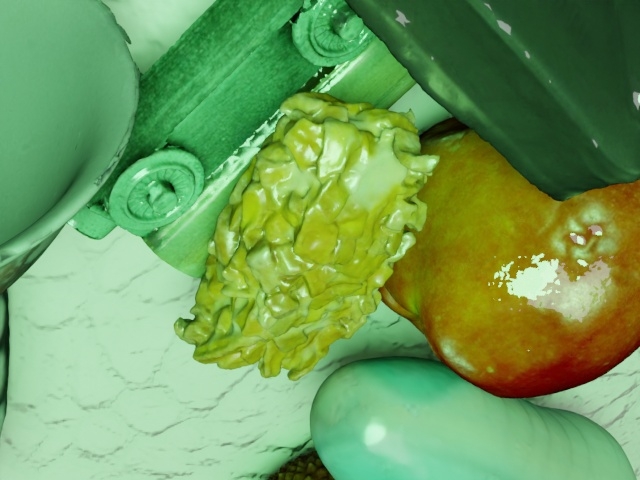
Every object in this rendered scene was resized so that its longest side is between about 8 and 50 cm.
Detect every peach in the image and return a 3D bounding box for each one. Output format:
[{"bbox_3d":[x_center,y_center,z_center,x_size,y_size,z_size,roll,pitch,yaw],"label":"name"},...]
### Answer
[{"bbox_3d":[0.162,-0.001,0.578,0.243,0.199,0.244,-2,78,10],"label":"peach"}]

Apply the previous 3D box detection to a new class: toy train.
[{"bbox_3d":[-0.051,-0.107,0.528,0.307,0.126,0.189,-43,155,8],"label":"toy train"}]

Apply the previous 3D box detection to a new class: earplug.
[{"bbox_3d":[0.115,0.194,0.634,0.324,0.185,0.185,31,104,-35],"label":"earplug"}]

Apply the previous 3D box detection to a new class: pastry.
[{"bbox_3d":[0.000,0.000,0.501,0.154,0.102,0.250,-4,142,-36],"label":"pastry"}]

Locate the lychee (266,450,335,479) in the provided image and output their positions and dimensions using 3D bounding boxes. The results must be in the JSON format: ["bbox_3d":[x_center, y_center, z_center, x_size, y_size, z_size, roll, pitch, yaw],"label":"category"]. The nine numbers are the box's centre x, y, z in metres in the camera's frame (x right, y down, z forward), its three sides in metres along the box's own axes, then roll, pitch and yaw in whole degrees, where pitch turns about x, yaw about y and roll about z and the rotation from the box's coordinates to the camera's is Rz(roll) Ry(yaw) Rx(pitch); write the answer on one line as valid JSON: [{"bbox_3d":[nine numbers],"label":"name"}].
[{"bbox_3d":[0.001,0.299,0.686,0.194,0.194,0.195,-6,116,-12],"label":"lychee"}]

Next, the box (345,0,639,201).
[{"bbox_3d":[0.127,-0.245,0.431,0.350,0.091,0.359,38,64,-27],"label":"box"}]

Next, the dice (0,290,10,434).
[{"bbox_3d":[-0.325,0.110,0.513,0.183,0.181,0.182,2,116,-16],"label":"dice"}]

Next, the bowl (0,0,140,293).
[{"bbox_3d":[-0.281,-0.042,0.407,0.345,0.346,0.157,4,136,-16],"label":"bowl"}]
